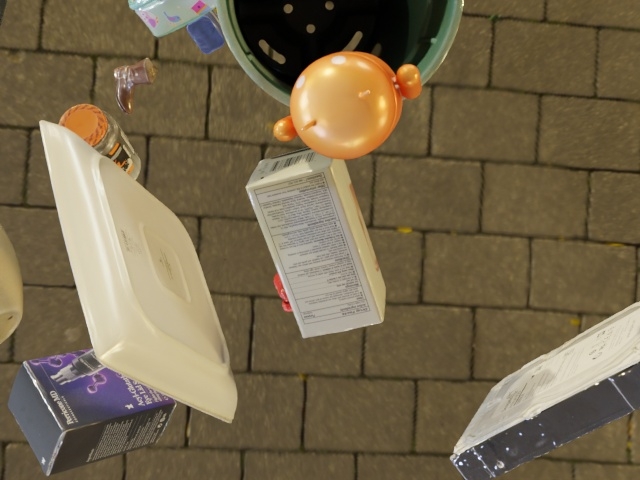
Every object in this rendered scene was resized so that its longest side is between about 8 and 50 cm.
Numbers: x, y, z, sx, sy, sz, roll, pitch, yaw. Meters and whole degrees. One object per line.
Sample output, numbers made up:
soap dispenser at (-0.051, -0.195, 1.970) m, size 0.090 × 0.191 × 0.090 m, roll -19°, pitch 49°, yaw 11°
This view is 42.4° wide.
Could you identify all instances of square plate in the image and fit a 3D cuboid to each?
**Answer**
square plate at (-0.219, 0.045, 1.079) m, size 0.049 × 0.344 × 0.347 m, roll -27°, pitch 61°, yaw 7°

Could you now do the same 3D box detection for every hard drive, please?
hard drive at (0.355, 0.203, 1.163) m, size 0.339 × 0.237 × 0.064 m, roll -40°, pitch 86°, yaw 35°

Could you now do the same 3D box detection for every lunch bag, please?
lunch bag at (-0.268, -0.500, 1.946) m, size 0.067 × 0.065 × 0.098 m, roll -22°, pitch 124°, yaw 19°
lunch bag at (-0.240, -0.538, 1.604) m, size 0.108 × 0.224 × 0.279 m, roll 45°, pitch 44°, yaw -34°

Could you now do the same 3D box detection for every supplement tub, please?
supplement tub at (-0.440, -0.183, 1.642) m, size 0.117 × 0.190 × 0.117 m, roll -3°, pitch 67°, yaw 7°

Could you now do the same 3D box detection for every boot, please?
boot at (-0.384, -0.325, 1.745) m, size 0.114 × 0.037 × 0.106 m, roll -3°, pitch 106°, yaw 36°

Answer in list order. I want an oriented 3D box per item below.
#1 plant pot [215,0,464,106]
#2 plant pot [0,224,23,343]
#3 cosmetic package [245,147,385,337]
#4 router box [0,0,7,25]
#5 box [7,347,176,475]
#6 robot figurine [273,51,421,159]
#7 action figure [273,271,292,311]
plant pot at (0.005, -0.367, 1.263) m, size 0.341 × 0.334 × 0.341 m, roll -2°, pitch 101°, yaw -9°
plant pot at (-0.651, 0.105, 1.485) m, size 0.284 × 0.284 × 0.191 m, roll -43°, pitch 78°, yaw -6°
cosmetic package at (0.000, 0.000, 1.402) m, size 0.153 × 0.129 × 0.296 m, roll -12°, pitch 113°, yaw 13°
router box at (-0.587, -0.429, 1.364) m, size 0.081 × 0.243 × 0.308 m, roll 19°, pitch 79°, yaw -40°
box at (-0.367, 0.264, 1.329) m, size 0.153 × 0.207 × 0.108 m, roll 46°, pitch 123°, yaw 29°
robot figurine at (0.036, -0.168, 1.007) m, size 0.158 × 0.219 × 0.128 m, roll 16°, pitch 106°, yaw 6°
action figure at (-0.023, 0.019, 1.635) m, size 0.139 × 0.091 × 0.280 m, roll -3°, pitch 119°, yaw -17°
